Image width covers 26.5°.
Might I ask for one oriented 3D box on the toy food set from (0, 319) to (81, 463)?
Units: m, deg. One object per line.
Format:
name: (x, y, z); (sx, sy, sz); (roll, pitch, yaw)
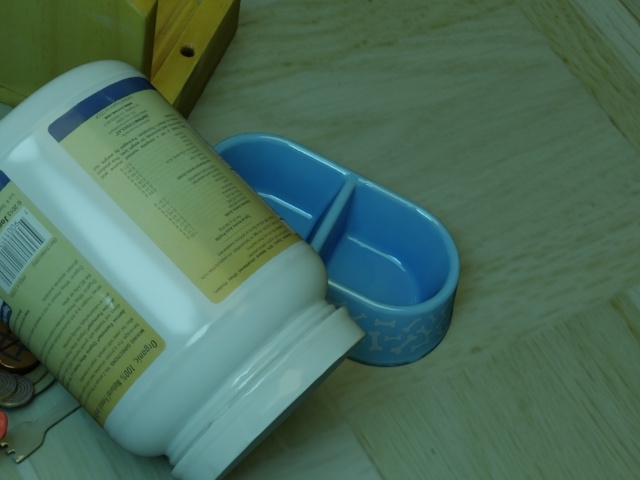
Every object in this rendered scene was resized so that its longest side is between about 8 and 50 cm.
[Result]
toy food set: (-0.282, 0.085, 1.169); (0.192, 0.038, 0.132); (41, 54, 13)

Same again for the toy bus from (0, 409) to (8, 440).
toy bus: (-0.340, 0.114, 1.026); (0.211, 0.220, 0.149); (8, 57, -20)

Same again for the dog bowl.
dog bowl: (0.000, 0.000, 1.299); (0.297, 0.074, 0.166); (27, 52, 3)

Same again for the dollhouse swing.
dollhouse swing: (-0.256, -0.283, 1.276); (0.346, 0.305, 0.315); (23, 52, 1)

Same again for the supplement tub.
supplement tub: (-0.138, 0.033, 1.122); (0.316, 0.228, 0.228); (46, 55, 6)
